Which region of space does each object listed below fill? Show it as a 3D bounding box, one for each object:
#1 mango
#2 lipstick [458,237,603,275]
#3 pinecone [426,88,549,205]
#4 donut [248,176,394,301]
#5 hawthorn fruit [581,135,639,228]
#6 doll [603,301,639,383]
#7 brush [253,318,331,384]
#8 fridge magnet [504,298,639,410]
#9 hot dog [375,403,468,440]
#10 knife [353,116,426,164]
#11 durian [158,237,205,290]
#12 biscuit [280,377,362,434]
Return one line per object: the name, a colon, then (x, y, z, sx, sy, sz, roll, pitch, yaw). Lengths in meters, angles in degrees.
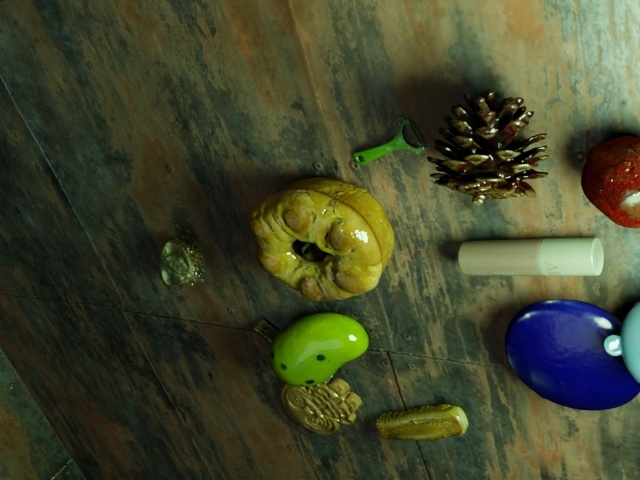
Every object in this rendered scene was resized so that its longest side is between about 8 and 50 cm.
mango: (-0.011, 0.269, 1.746, 0.293, 0.143, 0.175, -28, 103, 36)
lipstick: (0.388, 0.032, 1.307, 0.254, 0.070, 0.070, -2, 121, 38)
pinecone: (0.281, -0.154, 1.162, 0.208, 0.208, 0.207, 20, 133, 23)
donut: (0.000, 0.000, 1.510, 0.317, 0.150, 0.299, 24, 134, 18)
hawthorn fruit: (0.481, -0.098, 1.101, 0.172, 0.148, 0.148, 34, 145, 51)
doll: (0.637, 0.170, 1.158, 0.314, 0.177, 0.141, -6, 164, 21)
brush: (-0.073, 0.302, 1.887, 0.248, 0.043, 0.036, 36, 153, 6)
fridge magnet: (0.489, 0.219, 1.351, 0.265, 0.112, 0.265, 20, 134, 23)
hot dog: (0.252, 0.457, 1.753, 0.289, 0.068, 0.083, -22, 85, 49)
knife: (0.123, -0.183, 1.368, 0.166, 0.022, 0.078, -19, 106, 43)
durian: (-0.354, 0.067, 1.862, 0.188, 0.091, 0.148, 30, 114, 43)
biscuit: (-0.002, 0.462, 1.963, 0.289, 0.044, 0.202, -25, 106, 47)
